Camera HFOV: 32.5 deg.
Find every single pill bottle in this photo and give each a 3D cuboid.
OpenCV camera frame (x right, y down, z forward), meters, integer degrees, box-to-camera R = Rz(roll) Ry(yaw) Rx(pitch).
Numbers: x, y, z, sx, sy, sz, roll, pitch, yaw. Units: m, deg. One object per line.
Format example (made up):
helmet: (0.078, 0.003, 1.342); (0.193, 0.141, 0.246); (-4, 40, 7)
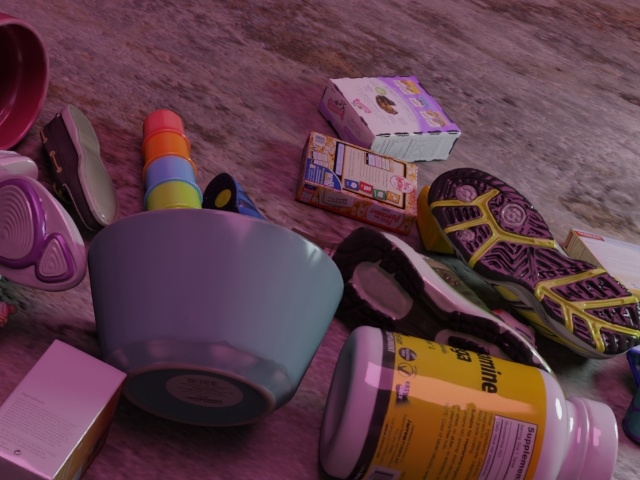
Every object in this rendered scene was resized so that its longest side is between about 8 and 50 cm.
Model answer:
pill bottle: (0.180, 0.230, 1.344); (0.333, 0.188, 0.188); (14, 39, -7)

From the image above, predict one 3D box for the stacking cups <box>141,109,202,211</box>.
stacking cups: (-0.223, -0.078, 1.590); (0.096, 0.096, 0.316); (5, 40, -22)

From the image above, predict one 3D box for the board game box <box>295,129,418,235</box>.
board game box: (0.062, -0.096, 1.791); (0.193, 0.045, 0.147); (18, 38, -8)

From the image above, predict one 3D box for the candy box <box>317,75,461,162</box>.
candy box: (0.120, -0.214, 1.940); (0.196, 0.070, 0.165); (-7, 48, -34)

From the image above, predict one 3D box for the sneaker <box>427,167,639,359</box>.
sneaker: (0.304, 0.049, 1.666); (0.145, 0.147, 0.385); (-40, 74, -16)

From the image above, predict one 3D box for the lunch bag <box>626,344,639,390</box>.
lunch bag: (0.546, 0.208, 1.648); (0.128, 0.096, 0.151); (-12, 54, -36)

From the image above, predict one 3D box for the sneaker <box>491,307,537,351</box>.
sneaker: (0.301, 0.157, 1.611); (0.075, 0.057, 0.161); (-17, 51, -34)

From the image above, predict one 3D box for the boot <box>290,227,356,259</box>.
boot: (0.000, 0.000, 1.659); (0.114, 0.037, 0.106); (19, 36, 1)

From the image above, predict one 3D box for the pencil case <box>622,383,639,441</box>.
pencil case: (0.490, 0.218, 1.562); (0.064, 0.152, 0.070); (-8, 38, -39)

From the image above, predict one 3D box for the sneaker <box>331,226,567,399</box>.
sneaker: (0.207, 0.127, 1.547); (0.410, 0.158, 0.182); (45, 25, 18)

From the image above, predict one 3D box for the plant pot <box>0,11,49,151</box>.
plant pot: (-0.517, -0.240, 1.555); (0.180, 0.201, 0.201); (21, 35, 21)

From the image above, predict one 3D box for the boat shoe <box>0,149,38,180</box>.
boat shoe: (-0.481, -0.093, 1.495); (0.184, 0.066, 0.063); (-17, 32, -32)

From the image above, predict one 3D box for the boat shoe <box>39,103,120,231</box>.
boat shoe: (-0.346, -0.093, 1.561); (0.081, 0.068, 0.228); (43, 19, -52)

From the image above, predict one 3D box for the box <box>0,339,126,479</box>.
box: (-0.295, 0.216, 1.172); (0.091, 0.130, 0.170); (26, 39, 3)

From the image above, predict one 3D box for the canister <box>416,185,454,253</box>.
canister: (0.248, -0.026, 1.786); (0.169, 0.073, 0.126); (8, 42, -18)

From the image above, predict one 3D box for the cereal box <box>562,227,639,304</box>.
cereal box: (0.514, 0.063, 1.791); (0.172, 0.047, 0.240); (14, 21, -13)

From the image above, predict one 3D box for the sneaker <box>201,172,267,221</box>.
sneaker: (-0.111, -0.019, 1.609); (0.082, 0.069, 0.209); (36, 14, -43)

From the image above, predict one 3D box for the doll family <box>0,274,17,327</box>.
doll family: (-0.497, 0.066, 1.280); (0.263, 0.118, 0.163); (25, 28, -29)

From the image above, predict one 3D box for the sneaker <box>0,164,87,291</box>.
sneaker: (-0.377, -0.035, 1.363); (0.305, 0.114, 0.152); (35, 3, 28)

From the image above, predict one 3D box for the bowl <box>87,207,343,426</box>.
bowl: (-0.134, 0.110, 1.283); (0.311, 0.311, 0.163); (14, 58, -12)
